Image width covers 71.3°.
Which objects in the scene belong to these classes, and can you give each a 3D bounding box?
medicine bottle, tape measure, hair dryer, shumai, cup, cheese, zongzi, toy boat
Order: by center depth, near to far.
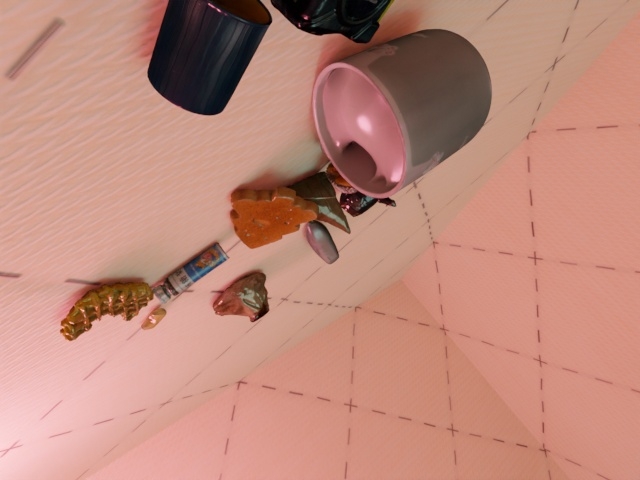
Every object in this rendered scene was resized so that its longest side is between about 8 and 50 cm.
[{"bbox_3d":[-0.131,-0.244,0.567,0.150,0.114,0.138,-14,151,-49],"label":"cup"},{"bbox_3d":[0.045,-0.374,0.606,0.186,0.112,0.199,-44,168,37],"label":"tape measure"},{"bbox_3d":[0.147,-0.256,0.919,0.274,0.260,0.356,-31,-169,-23],"label":"cup"},{"bbox_3d":[-0.312,0.079,1.081,0.191,0.051,0.051,-37,162,-8],"label":"medicine bottle"},{"bbox_3d":[-0.027,-0.060,1.107,0.188,0.178,0.081,-29,-174,-27],"label":"zongzi"},{"bbox_3d":[0.175,-0.160,1.148,0.304,0.120,0.359,-48,-164,12],"label":"hair dryer"},{"bbox_3d":[-0.439,0.205,1.170,0.083,0.030,0.044,-43,168,31],"label":"cheese"},{"bbox_3d":[-0.233,0.200,1.413,0.201,0.120,0.201,-35,164,-11],"label":"shumai"},{"bbox_3d":[0.000,0.000,1.470,0.078,0.085,0.260,-39,151,-3],"label":"toy boat"}]

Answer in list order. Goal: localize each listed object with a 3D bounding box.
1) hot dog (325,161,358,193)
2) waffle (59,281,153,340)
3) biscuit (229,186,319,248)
[{"bbox_3d":[0.134,-0.214,1.087,0.268,0.144,0.075,-42,139,-11],"label":"hot dog"},{"bbox_3d":[-0.455,0.144,0.964,0.149,0.051,0.194,-44,166,16],"label":"waffle"},{"bbox_3d":[-0.126,-0.052,1.052,0.212,0.041,0.239,7,148,-28],"label":"biscuit"}]
